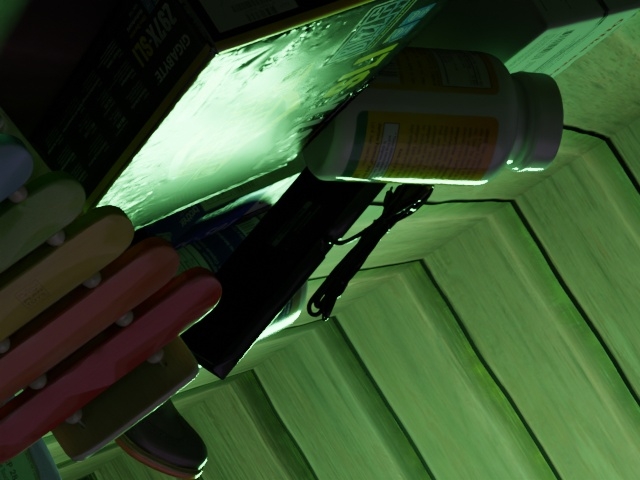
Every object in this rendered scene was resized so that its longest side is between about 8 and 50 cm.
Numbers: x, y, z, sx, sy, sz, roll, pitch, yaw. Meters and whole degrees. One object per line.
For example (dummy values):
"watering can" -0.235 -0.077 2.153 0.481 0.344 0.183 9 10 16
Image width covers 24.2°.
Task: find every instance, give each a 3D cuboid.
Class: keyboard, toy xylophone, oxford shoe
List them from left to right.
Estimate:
"toy xylophone" -0.218 0.042 0.972 0.236 0.081 0.323 -41 141 2
"oxford shoe" -0.200 0.161 1.637 0.098 0.271 0.097 -37 -151 10
"keyboard" 0.000 0.000 1.380 0.317 0.033 0.201 -51 -150 -11

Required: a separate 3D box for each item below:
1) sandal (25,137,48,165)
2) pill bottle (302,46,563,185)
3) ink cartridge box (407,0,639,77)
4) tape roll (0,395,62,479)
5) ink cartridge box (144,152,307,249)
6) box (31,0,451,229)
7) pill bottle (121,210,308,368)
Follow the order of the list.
"sandal" -0.264 -0.011 1.013 0.180 0.072 0.049 -35 -166 -6
"pill bottle" 0.096 -0.106 1.275 0.208 0.118 0.117 1 161 -18
"ink cartridge box" 0.188 -0.203 1.413 0.153 0.087 0.208 -38 169 36
"tape roll" -0.326 0.199 1.265 0.090 0.275 0.275 -33 172 9
"ink cartridge box" -0.073 -0.055 1.493 0.207 0.046 0.097 -24 169 -41
"box" -0.061 -0.115 1.061 0.257 0.079 0.322 -28 171 -38
"pill bottle" -0.152 0.062 1.528 0.264 0.153 0.153 -23 169 -41
